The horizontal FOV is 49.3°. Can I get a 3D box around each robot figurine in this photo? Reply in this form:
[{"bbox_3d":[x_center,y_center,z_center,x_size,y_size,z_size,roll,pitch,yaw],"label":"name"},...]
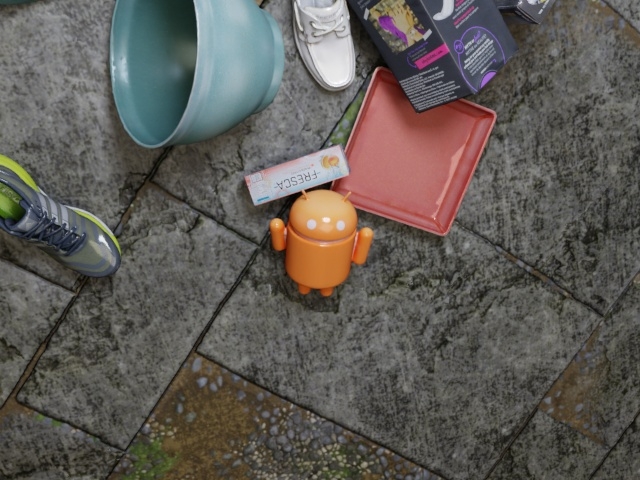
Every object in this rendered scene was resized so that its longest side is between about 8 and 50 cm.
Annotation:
[{"bbox_3d":[-0.002,0.000,1.275,0.128,0.158,0.219,-32,142,-40],"label":"robot figurine"}]

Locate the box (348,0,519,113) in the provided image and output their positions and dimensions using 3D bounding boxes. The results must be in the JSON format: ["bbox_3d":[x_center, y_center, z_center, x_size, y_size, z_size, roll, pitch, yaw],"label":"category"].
[{"bbox_3d":[0.184,-0.379,1.176,0.165,0.143,0.270,-45,111,-30],"label":"box"}]

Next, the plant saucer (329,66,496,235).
[{"bbox_3d":[0.169,-0.166,1.324,0.259,0.047,0.258,17,102,-18],"label":"plant saucer"}]

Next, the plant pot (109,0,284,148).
[{"bbox_3d":[-0.182,-0.291,1.105,0.196,0.293,0.292,-4,110,-39],"label":"plant pot"}]

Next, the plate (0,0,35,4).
[{"bbox_3d":[-0.444,-0.415,1.046,0.188,0.188,0.024,-29,75,-3],"label":"plate"}]

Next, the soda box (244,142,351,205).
[{"bbox_3d":[-0.040,-0.119,1.256,0.183,0.063,0.058,-17,100,9],"label":"soda box"}]

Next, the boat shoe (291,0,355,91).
[{"bbox_3d":[0.000,-0.387,1.191,0.098,0.096,0.277,-21,110,-6],"label":"boat shoe"}]

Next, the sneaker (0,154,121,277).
[{"bbox_3d":[-0.475,-0.025,1.183,0.300,0.121,0.111,36,97,-20],"label":"sneaker"}]

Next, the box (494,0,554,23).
[{"bbox_3d":[0.378,-0.486,1.200,0.056,0.183,0.231,30,99,-20],"label":"box"}]
